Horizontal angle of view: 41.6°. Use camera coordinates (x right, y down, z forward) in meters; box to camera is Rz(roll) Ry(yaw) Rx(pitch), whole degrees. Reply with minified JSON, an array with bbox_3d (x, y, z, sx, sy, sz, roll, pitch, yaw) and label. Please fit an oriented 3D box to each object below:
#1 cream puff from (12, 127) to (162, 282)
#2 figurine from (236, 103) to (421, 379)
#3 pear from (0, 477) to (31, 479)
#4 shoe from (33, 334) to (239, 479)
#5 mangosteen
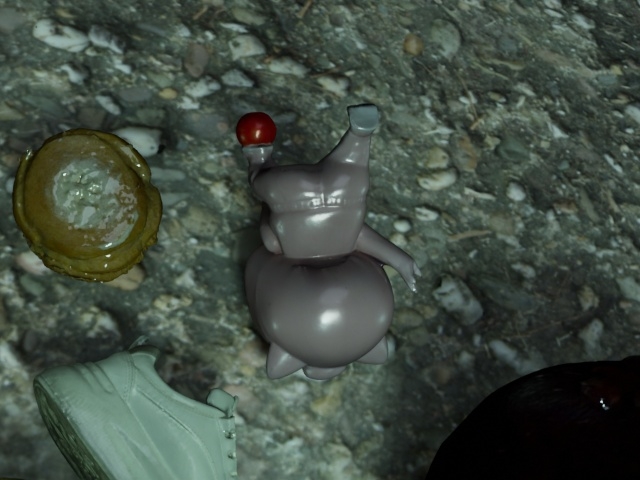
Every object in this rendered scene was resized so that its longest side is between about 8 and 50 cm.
[{"bbox_3d":[-0.240,-0.034,0.882,0.150,0.115,0.165,7,72,-6],"label":"cream puff"},{"bbox_3d":[0.000,0.000,0.897,0.176,0.186,0.287,-12,104,-11],"label":"figurine"},{"bbox_3d":[-0.269,0.313,0.656,0.211,0.188,0.228,-30,76,-40],"label":"pear"},{"bbox_3d":[-0.123,0.215,0.797,0.316,0.124,0.159,47,54,9],"label":"shoe"},{"bbox_3d":[0.275,0.321,0.758,0.382,0.382,0.435,-6,105,-20],"label":"mangosteen"}]
